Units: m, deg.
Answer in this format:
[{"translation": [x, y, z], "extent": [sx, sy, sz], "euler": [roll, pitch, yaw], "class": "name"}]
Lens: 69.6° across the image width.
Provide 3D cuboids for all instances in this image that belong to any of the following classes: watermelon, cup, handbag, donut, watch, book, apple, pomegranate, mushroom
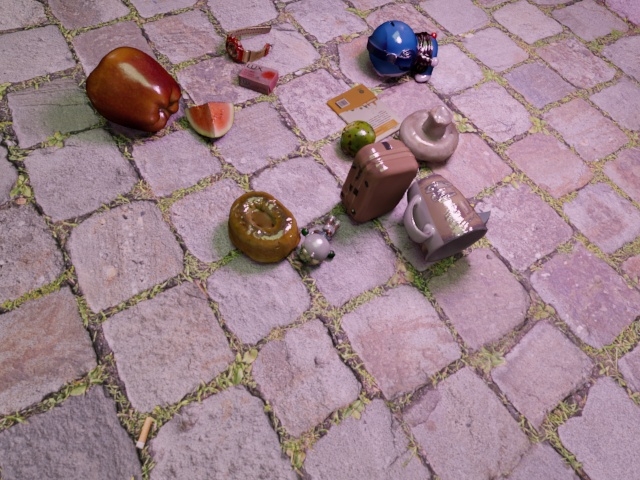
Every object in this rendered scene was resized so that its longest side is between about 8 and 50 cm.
[{"translation": [-0.443, -0.483, 1.815], "extent": [0.145, 0.137, 0.193], "euler": [-5, 52, 32], "class": "watermelon"}, {"translation": [0.376, -0.081, 1.556], "extent": [0.301, 0.227, 0.257], "euler": [-7, 62, -40], "class": "cup"}, {"translation": [0.227, -0.214, 1.613], "extent": [0.283, 0.302, 0.149], "euler": [-18, 63, -22], "class": "handbag"}, {"translation": [-0.197, -0.046, 1.556], "extent": [0.261, 0.128, 0.208], "euler": [36, 62, 16], "class": "donut"}, {"translation": [-0.302, -0.897, 2.086], "extent": [0.268, 0.102, 0.165], "euler": [-26, 72, -30], "class": "watch"}, {"translation": [0.196, -0.541, 1.962], "extent": [0.207, 0.020, 0.295], "euler": [-32, 68, -22], "class": "book"}, {"translation": [-0.698, -0.561, 1.724], "extent": [0.316, 0.288, 0.288], "euler": [29, 59, -4], "class": "apple"}, {"translation": [0.162, -0.397, 1.810], "extent": [0.169, 0.122, 0.143], "euler": [26, 71, 5], "class": "pomegranate"}, {"translation": [0.439, -0.438, 1.811], "extent": [0.243, 0.244, 0.244], "euler": [3, 59, -5], "class": "mushroom"}]

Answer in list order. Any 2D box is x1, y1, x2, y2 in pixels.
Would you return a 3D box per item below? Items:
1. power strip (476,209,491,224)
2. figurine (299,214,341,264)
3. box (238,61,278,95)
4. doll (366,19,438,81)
[{"translation": [0.501, -0.114, 1.723], "extent": [0.253, 0.054, 0.168], "euler": [31, 60, 10], "class": "power strip"}, {"translation": [-0.001, 0.001, 1.576], "extent": [0.147, 0.093, 0.197], "euler": [40, 52, -8], "class": "figurine"}, {"translation": [-0.265, -0.699, 1.981], "extent": [0.156, 0.060, 0.111], "euler": [19, 57, 4], "class": "box"}, {"translation": [0.357, -0.845, 2.048], "extent": [0.309, 0.240, 0.284], "euler": [-3, 45, -15], "class": "doll"}]
